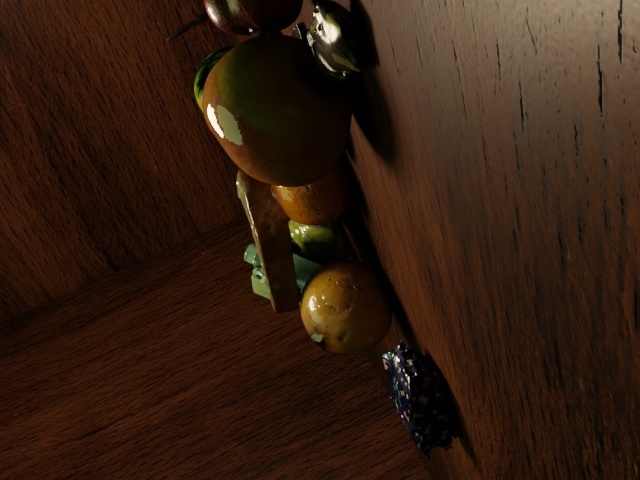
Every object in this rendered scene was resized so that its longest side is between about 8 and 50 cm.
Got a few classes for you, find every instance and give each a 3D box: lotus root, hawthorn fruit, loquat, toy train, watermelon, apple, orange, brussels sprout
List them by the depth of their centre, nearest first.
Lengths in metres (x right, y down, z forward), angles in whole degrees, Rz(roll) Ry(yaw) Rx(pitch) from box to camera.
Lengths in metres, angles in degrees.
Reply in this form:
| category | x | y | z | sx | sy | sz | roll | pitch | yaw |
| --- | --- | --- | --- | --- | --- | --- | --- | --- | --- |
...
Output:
| category | x | y | z | sx | sy | sz | roll | pitch | yaw |
| --- | --- | --- | --- | --- | --- | --- | --- | --- | --- |
| hawthorn fruit | -0.106 | -0.415 | 1.218 | 0.169 | 0.169 | 0.188 | -165 | 71 | -85 |
| apple | -0.061 | -0.207 | 1.245 | 0.260 | 0.194 | 0.261 | 28 | -136 | -31 |
| orange | -0.029 | -0.139 | 1.709 | 0.224 | 0.170 | 0.224 | 157 | 90 | -85 |
| loquat | 0.060 | 0.160 | 1.868 | 0.235 | 0.235 | 0.235 | 156 | 90 | -86 |
| lotus root | -0.119 | 0.000 | 1.933 | 0.390 | 0.111 | 0.375 | 89 | 165 | -64 |
| watermelon | -0.226 | -0.416 | 2.173 | 0.269 | 0.268 | 0.269 | 156 | 90 | -86 |
| toy train | -0.029 | 0.124 | 2.229 | 0.397 | 0.160 | 0.253 | 22 | 158 | 9 |
| brussels sprout | 0.000 | 0.000 | 2.329 | 0.223 | 0.161 | 0.223 | 41 | 167 | 12 |

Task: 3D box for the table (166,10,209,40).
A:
| category | x | y | z | sx | sy | sz | roll | pitch | yaw |
| --- | --- | --- | --- | --- | --- | --- | --- | --- | --- |
| table | -0.346 | -0.698 | 2.057 | 0.317 | 0.249 | 0.317 | 156 | 90 | -86 |

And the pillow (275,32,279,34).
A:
| category | x | y | z | sx | sy | sz | roll | pitch | yaw |
| --- | --- | --- | --- | --- | --- | --- | --- | --- | --- |
| pillow | -0.103 | -0.436 | 1.803 | 0.241 | 0.051 | 0.093 | 61 | 174 | 30 |

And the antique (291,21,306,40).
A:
| category | x | y | z | sx | sy | sz | roll | pitch | yaw |
| --- | --- | --- | --- | --- | --- | --- | --- | --- | --- |
| antique | -0.044 | -0.393 | 1.520 | 0.192 | 0.015 | 0.031 | -145 | 31 | -82 |

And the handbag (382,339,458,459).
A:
| category | x | y | z | sx | sy | sz | roll | pitch | yaw |
| --- | --- | --- | --- | --- | --- | --- | --- | --- | --- |
| handbag | 0.218 | 0.348 | 1.714 | 0.162 | 0.113 | 0.260 | 46 | 160 | 60 |

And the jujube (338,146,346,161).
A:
| category | x | y | z | sx | sy | sz | roll | pitch | yaw |
| --- | --- | --- | --- | --- | --- | --- | --- | --- | --- |
| jujube | -0.008 | -0.215 | 1.515 | 0.176 | 0.109 | 0.112 | 59 | -141 | -46 |

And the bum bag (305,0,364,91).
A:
| category | x | y | z | sx | sy | sz | roll | pitch | yaw |
| --- | --- | --- | --- | --- | --- | --- | --- | --- | --- |
| bum bag | 0.019 | -0.268 | 1.086 | 0.107 | 0.060 | 0.232 | 58 | 179 | -6 |

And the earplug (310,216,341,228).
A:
| category | x | y | z | sx | sy | sz | roll | pitch | yaw |
| --- | --- | --- | --- | --- | --- | --- | --- | --- | --- |
| earplug | -0.062 | -0.168 | 2.133 | 0.326 | 0.175 | 0.214 | 59 | 157 | -4 |
